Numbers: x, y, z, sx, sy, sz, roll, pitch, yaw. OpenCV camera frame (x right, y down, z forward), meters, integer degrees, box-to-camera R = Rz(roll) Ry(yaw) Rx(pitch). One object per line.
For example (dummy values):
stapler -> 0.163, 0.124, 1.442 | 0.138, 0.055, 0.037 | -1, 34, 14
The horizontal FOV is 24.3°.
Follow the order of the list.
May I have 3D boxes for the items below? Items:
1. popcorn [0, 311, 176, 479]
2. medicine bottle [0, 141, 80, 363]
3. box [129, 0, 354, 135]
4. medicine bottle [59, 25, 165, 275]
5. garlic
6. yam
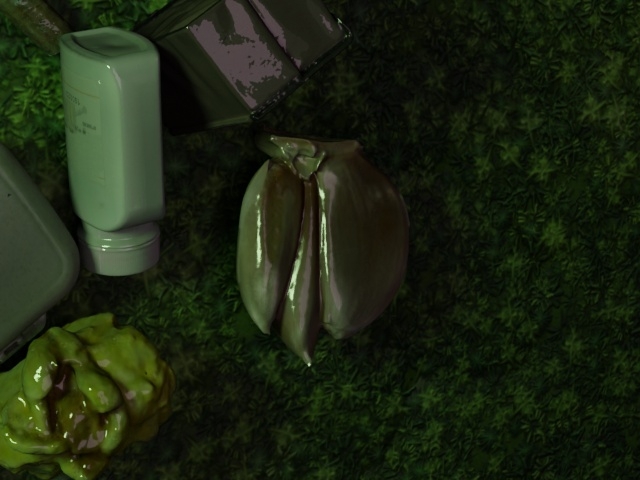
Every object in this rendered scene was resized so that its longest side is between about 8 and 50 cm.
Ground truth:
popcorn -> -0.305, 0.201, 1.860 | 0.256, 0.255, 0.195 | -19, 88, 3
medicine bottle -> -0.487, 0.055, 1.786 | 0.375, 0.123, 0.282 | -41, 116, -19
box -> -0.118, -0.249, 1.893 | 0.188, 0.252, 0.153 | -43, 110, -20
medicine bottle -> -0.258, -0.109, 1.866 | 0.111, 0.161, 0.296 | -14, 118, -31
garlic -> 0.000, 0.000, 2.064 | 0.279, 0.132, 0.325 | -4, 96, -30
yam -> -0.364, -0.288, 1.853 | 0.132, 0.054, 0.054 | 45, 74, -29
